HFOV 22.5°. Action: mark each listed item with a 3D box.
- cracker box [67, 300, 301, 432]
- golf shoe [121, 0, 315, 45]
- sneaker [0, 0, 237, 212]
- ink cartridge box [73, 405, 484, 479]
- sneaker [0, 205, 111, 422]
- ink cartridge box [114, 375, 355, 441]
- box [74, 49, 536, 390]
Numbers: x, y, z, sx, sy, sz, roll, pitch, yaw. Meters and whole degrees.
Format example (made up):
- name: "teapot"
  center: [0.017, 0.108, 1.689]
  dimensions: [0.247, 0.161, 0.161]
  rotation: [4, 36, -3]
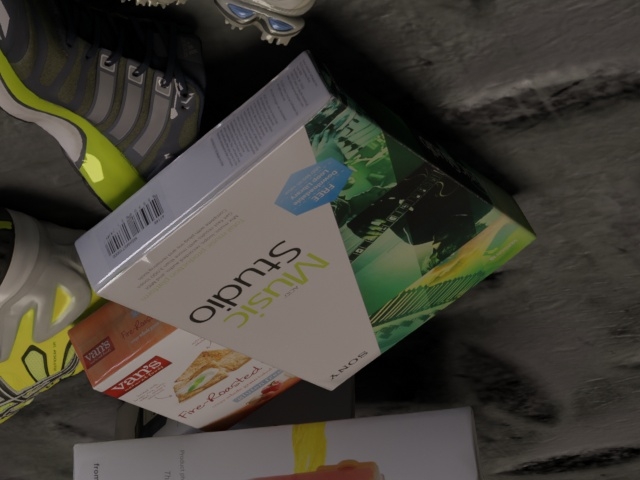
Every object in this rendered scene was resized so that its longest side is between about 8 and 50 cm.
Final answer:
- name: "cracker box"
  center: [-0.096, 0.090, 1.442]
  dimensions: [0.156, 0.067, 0.232]
  rotation: [-35, 152, 12]
- name: "golf shoe"
  center: [-0.080, -0.191, 1.035]
  dimensions: [0.176, 0.069, 0.086]
  rotation: [10, 131, -22]
- name: "sneaker"
  center: [-0.149, -0.127, 1.120]
  dimensions: [0.121, 0.111, 0.300]
  rotation: [-21, 150, 12]
- name: "ink cartridge box"
  center: [-0.029, 0.292, 1.596]
  dimensions: [0.385, 0.160, 0.279]
  rotation: [-5, 156, 2]
- name: "sneaker"
  center: [-0.283, 0.106, 1.498]
  dimensions: [0.147, 0.145, 0.384]
  rotation: [12, 152, -18]
- name: "ink cartridge box"
  center: [-0.096, 0.197, 1.703]
  dimensions: [0.172, 0.100, 0.237]
  rotation: [15, 149, -25]
- name: "box"
  center: [0.000, 0.000, 1.254]
  dimensions: [0.232, 0.058, 0.322]
  rotation: [-38, 147, 18]
